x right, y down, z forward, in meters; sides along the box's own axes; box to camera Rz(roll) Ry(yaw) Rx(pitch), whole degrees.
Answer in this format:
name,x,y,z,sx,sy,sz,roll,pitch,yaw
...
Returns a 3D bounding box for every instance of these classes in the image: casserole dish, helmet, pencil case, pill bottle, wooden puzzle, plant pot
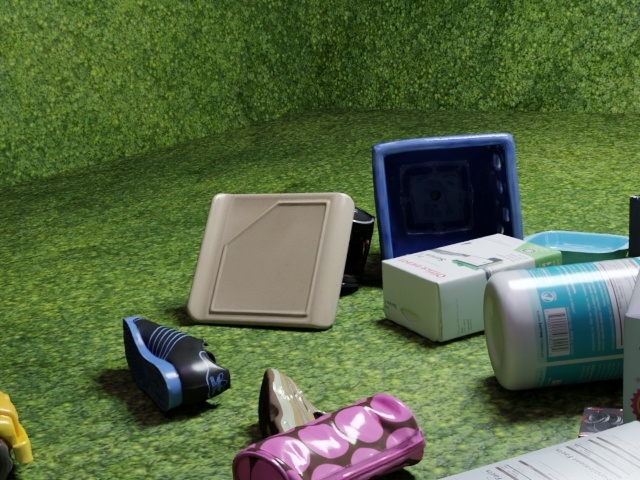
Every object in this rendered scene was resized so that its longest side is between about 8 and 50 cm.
name,x,y,z,sx,sy,sz,roll,pitch,yaw
casserole dish,0.431,0.017,1.797,0.188,0.037,0.114,5,18,36
helmet,0.000,0.000,1.769,0.161,0.169,0.169,13,17,5
pencil case,0.017,0.218,1.060,0.098,0.095,0.209,-11,5,45
pill bottle,0.340,0.098,1.298,0.264,0.146,0.146,-5,14,-3
wooden puzzle,-0.074,0.030,1.660,0.238,0.221,0.044,2,-23,20
plant pot,0.209,-0.067,1.826,0.236,0.236,0.212,-5,9,2

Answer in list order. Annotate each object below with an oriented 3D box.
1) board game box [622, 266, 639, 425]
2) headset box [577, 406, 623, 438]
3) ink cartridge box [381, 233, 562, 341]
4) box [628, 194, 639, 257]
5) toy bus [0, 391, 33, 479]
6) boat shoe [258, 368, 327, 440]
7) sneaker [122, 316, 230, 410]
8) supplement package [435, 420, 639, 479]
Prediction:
name,x,y,z,sx,sy,sz,roll,pitch,yaw
board game box,0.374,0.057,1.059,0.097,0.224,0.303,7,42,22
headset box,0.304,0.206,1.119,0.062,0.032,0.083,0,14,20
ink cartridge box,0.221,0.065,1.570,0.219,0.093,0.160,-12,15,-26
box,0.614,-0.020,1.649,0.184,0.103,0.261,3,4,40
toy bus,-0.443,0.173,1.163,0.220,0.211,0.149,-12,14,-29
boat shoe,-0.026,0.205,1.202,0.072,0.068,0.190,4,22,-12
sneaker,-0.195,0.157,1.410,0.090,0.081,0.232,-9,21,-24
supplement package,0.165,0.250,0.676,0.203,0.194,0.149,-11,15,-20
